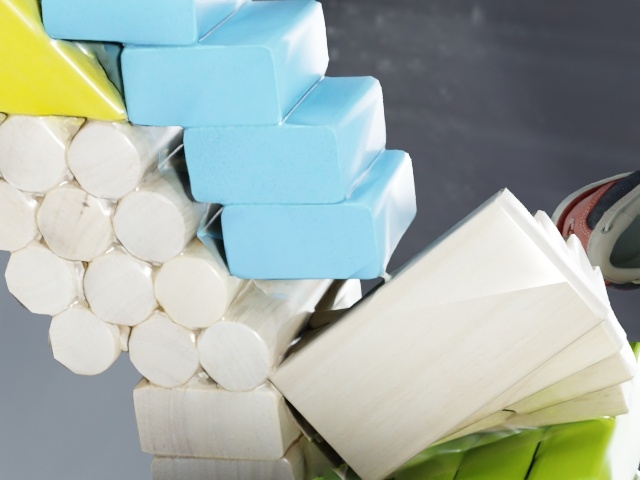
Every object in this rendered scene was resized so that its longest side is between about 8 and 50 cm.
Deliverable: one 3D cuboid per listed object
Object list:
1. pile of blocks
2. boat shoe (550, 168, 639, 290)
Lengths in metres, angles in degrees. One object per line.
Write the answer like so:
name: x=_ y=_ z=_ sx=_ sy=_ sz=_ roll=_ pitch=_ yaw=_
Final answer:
pile of blocks: x=0.000 y=0.000 z=0.541 sx=0.362 sy=0.149 sz=0.112 roll=50 pitch=27 yaw=-7
boat shoe: x=0.147 y=-0.020 z=0.683 sx=0.137 sy=0.043 sz=0.049 roll=-23 pitch=101 yaw=-13
